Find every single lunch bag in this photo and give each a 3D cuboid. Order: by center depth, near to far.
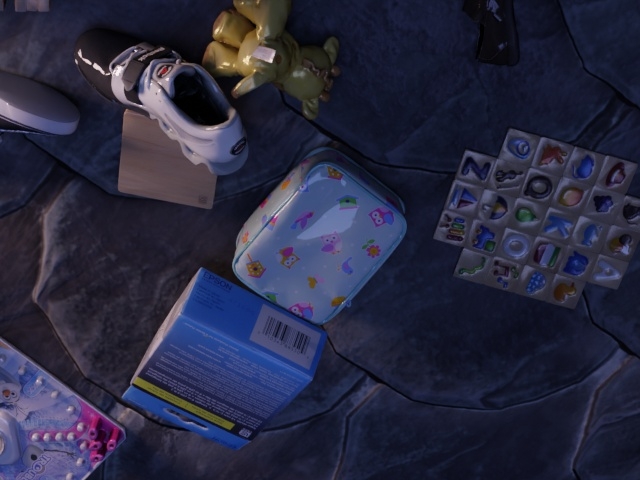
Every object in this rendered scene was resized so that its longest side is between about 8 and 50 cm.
[{"bbox_3d":[0.000,0.000,1.784,0.224,0.108,0.279,34,112,-18],"label":"lunch bag"}]

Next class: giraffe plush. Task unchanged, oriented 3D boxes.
[{"bbox_3d":[-0.056,-0.285,1.647,0.170,0.210,0.181,21,112,-39],"label":"giraffe plush"}]

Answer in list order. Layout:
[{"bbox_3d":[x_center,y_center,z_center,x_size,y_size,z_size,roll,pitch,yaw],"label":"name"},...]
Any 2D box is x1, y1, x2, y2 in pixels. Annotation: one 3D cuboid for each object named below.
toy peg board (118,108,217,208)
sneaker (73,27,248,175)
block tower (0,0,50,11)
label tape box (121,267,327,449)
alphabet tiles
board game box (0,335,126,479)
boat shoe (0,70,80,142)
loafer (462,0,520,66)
[{"bbox_3d":[-0.243,-0.151,1.755,0.161,0.079,0.160,11,129,-3],"label":"toy peg board"},{"bbox_3d":[-0.241,-0.247,1.623,0.330,0.146,0.122,35,67,10],"label":"sneaker"},{"bbox_3d":[-0.582,-0.400,1.601,0.335,0.091,0.097,-1,118,-11],"label":"block tower"},{"bbox_3d":[-0.177,0.222,1.868,0.249,0.115,0.347,28,141,-10],"label":"label tape box"},{"bbox_3d":[0.381,-0.034,1.812,0.343,0.011,0.285,15,113,-5],"label":"alphabet tiles"},{"bbox_3d":[-0.635,0.382,2.001,0.390,0.050,0.390,40,109,-14],"label":"board game box"},{"bbox_3d":[-0.540,-0.211,1.708,0.306,0.113,0.105,16,120,-2],"label":"boat shoe"},{"bbox_3d":[0.256,-0.368,1.631,0.078,0.080,0.220,-11,113,6],"label":"loafer"}]
